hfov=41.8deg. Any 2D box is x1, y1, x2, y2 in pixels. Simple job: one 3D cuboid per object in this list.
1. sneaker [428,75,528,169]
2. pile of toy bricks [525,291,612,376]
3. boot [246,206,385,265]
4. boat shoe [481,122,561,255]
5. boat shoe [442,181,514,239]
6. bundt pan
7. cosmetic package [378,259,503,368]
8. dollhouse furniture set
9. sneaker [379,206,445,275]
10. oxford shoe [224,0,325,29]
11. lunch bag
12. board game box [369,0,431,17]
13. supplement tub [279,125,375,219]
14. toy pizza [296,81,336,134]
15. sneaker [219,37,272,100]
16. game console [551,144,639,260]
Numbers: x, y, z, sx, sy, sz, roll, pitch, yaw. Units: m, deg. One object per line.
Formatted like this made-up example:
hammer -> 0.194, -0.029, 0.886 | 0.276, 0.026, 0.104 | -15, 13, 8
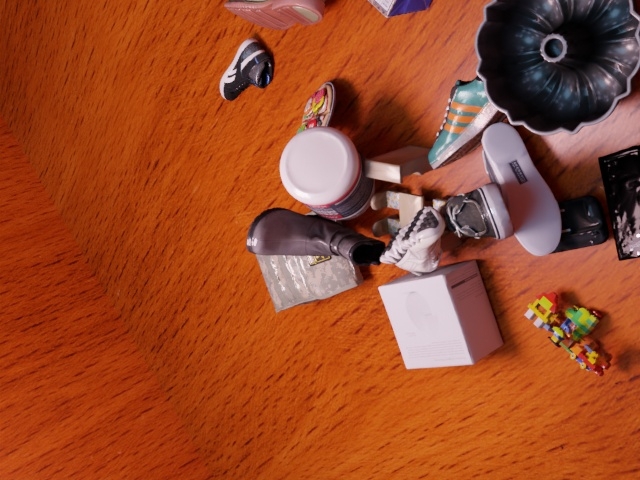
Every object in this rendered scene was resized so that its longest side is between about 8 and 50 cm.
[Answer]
sneaker -> 0.325, -0.283, 1.843 | 0.121, 0.108, 0.302 | 55, 130, 16
pile of toy bricks -> 0.560, 0.190, 1.816 | 0.105, 0.118, 0.212 | -55, 45, 15
boot -> 0.000, 0.000, 2.047 | 0.223, 0.338, 0.118 | 21, 109, 36
boat shoe -> 0.423, -0.103, 1.803 | 0.102, 0.108, 0.301 | 70, 177, -78
boat shoe -> 0.328, -0.048, 1.789 | 0.335, 0.119, 0.121 | 4, -113, -88
bundt pan -> 0.469, -0.368, 1.602 | 0.331, 0.124, 0.330 | 10, 108, 36
cosmetic package -> 0.294, 0.184, 2.056 | 0.224, 0.138, 0.224 | -14, 95, 49
dollhouse furniture set -> 0.205, -0.089, 2.012 | 0.212, 0.161, 0.242 | 15, 118, 43
sneaker -> 0.234, 0.009, 1.907 | 0.118, 0.110, 0.292 | 35, 163, -2
oxford shoe -> -0.106, -0.636, 2.160 | 0.397, 0.140, 0.146 | 15, 87, 49
lunch bag -> -0.028, 0.050, 2.332 | 0.287, 0.169, 0.235 | -23, 87, 42
board game box -> 0.143, -0.674, 1.828 | 0.291, 0.141, 0.232 | 49, 136, 21
supplement tub -> 0.026, -0.156, 2.060 | 0.191, 0.272, 0.191 | -3, 79, 16
toy pizza -> -0.018, -0.316, 2.165 | 0.201, 0.032, 0.201 | -51, 30, 44
sneaker -> -0.206, -0.448, 2.359 | 0.121, 0.079, 0.217 | 52, 136, 20
game console -> 0.560, -0.057, 1.712 | 0.361, 0.044, 0.213 | -17, 80, 57
